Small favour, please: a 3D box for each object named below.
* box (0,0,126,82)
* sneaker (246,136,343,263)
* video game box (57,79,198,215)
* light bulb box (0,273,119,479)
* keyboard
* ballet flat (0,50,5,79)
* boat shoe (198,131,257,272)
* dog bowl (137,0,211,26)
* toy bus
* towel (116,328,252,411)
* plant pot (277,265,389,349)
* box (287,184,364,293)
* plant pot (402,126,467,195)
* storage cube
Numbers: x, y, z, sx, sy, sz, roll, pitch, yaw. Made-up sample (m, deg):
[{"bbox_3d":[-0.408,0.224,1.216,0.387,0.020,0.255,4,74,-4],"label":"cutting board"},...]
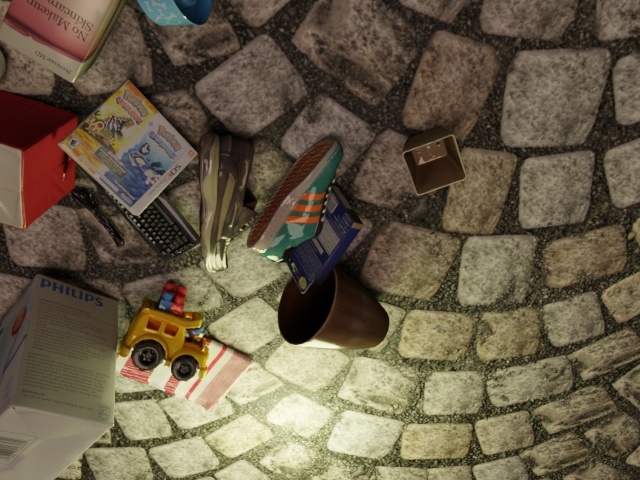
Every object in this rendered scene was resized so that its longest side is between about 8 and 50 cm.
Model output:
[{"bbox_3d":[-0.443,-0.429,1.045,0.148,0.127,0.232,30,118,-19],"label":"box"},{"bbox_3d":[-0.032,-0.081,1.282,0.121,0.108,0.302,31,104,-28],"label":"sneaker"},{"bbox_3d":[-0.384,-0.186,1.195,0.205,0.048,0.187,48,70,-27],"label":"video game box"},{"bbox_3d":[-0.671,0.341,1.392,0.225,0.361,0.358,29,120,-37],"label":"light bulb box"},{"bbox_3d":[-0.438,-0.070,1.326,0.201,0.033,0.317,-26,115,22],"label":"keyboard"},{"bbox_3d":[-0.796,-0.386,1.069,0.400,0.139,0.139,22,121,-14],"label":"ballet flat"},{"bbox_3d":[-0.200,-0.067,1.286,0.130,0.132,0.355,-1,132,-12],"label":"boat shoe"},{"bbox_3d":[-0.284,-0.502,0.985,0.074,0.166,0.297,-8,125,19],"label":"dog bowl"},{"bbox_3d":[-0.364,0.222,1.469,0.220,0.149,0.211,23,89,-18],"label":"toy bus"},{"bbox_3d":[-0.384,0.338,1.612,0.329,0.037,0.237,28,118,-18],"label":"towel"},{"bbox_3d":[0.051,0.180,1.426,0.230,0.215,0.215,26,121,-33],"label":"plant pot"},{"bbox_3d":[0.000,0.000,1.331,0.036,0.136,0.225,9,128,-40],"label":"box"},{"bbox_3d":[0.234,-0.178,1.236,0.109,0.096,0.109,-19,122,13],"label":"plant pot"},{"bbox_3d":[-0.620,-0.165,1.165,0.215,0.193,0.184,18,122,0],"label":"storage cube"}]
